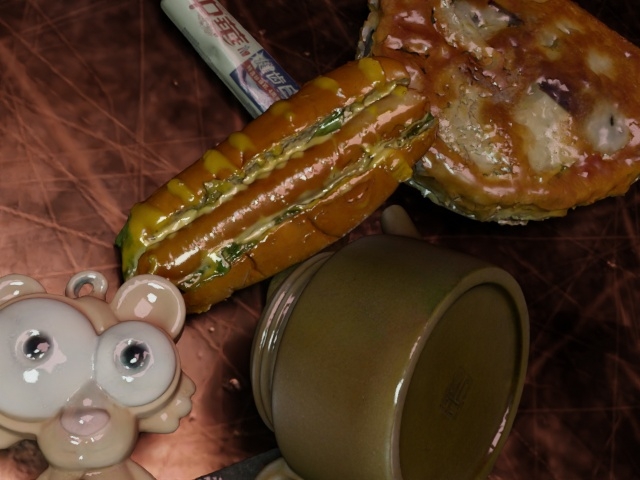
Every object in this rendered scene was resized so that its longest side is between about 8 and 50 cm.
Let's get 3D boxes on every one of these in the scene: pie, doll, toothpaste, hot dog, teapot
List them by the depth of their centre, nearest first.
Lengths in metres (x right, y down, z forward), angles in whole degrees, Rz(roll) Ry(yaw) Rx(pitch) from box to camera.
[{"bbox_3d":[-0.142,0.151,0.715,0.154,0.119,0.278,-12,75,-12],"label":"doll"},{"bbox_3d":[0.024,0.096,0.777,0.185,0.175,0.268,46,65,-48],"label":"teapot"},{"bbox_3d":[-0.029,-0.039,0.829,0.269,0.072,0.115,-38,87,-8],"label":"hot dog"},{"bbox_3d":[-0.058,-0.137,0.910,0.060,0.038,0.233,-41,90,-27],"label":"toothpaste"},{"bbox_3d":[0.155,-0.131,0.958,0.308,0.085,0.308,7,64,-14],"label":"pie"}]

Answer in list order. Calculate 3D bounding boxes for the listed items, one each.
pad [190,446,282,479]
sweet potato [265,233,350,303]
[{"bbox_3d":[0.004,0.211,0.807,0.211,0.003,0.143,-17,75,-25],"label":"pad"},{"bbox_3d":[0.001,0.002,0.872,0.038,0.041,0.153,22,67,16],"label":"sweet potato"}]
